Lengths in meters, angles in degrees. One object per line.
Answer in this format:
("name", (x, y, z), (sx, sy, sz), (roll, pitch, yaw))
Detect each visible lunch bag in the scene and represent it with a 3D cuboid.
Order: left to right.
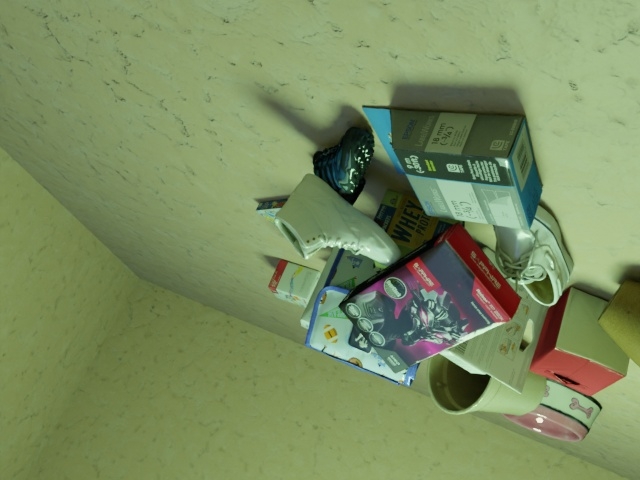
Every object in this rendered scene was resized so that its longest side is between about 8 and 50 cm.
("lunch bag", (0.170, 0.180, 1.730), (0.327, 0.386, 0.239), (19, 160, 18))

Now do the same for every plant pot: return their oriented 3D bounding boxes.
("plant pot", (0.591, 0.459, 2.113), (0.305, 0.334, 0.334), (21, 164, -25))
("plant pot", (0.768, 0.201, 1.367), (0.254, 0.237, 0.237), (34, 165, 22))

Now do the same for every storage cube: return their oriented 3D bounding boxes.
("storage cube", (0.681, 0.262, 1.603), (0.183, 0.215, 0.193), (22, 154, 9))

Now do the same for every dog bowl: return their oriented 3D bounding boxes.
("dog bowl", (0.902, 0.678, 2.483), (0.407, 0.150, 0.408), (22, 160, 9))

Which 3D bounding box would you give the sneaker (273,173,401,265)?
("sneaker", (0.031, 0.000, 1.406), (0.292, 0.169, 0.108), (38, 158, 1))

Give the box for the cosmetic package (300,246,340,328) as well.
("cosmetic package", (0.162, 0.211, 1.968), (0.377, 0.284, 0.097), (22, 159, 6))

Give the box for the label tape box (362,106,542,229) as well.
("label tape box", (0.248, -0.144, 1.225), (0.333, 0.106, 0.241), (11, 156, 34))

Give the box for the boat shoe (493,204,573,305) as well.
("boat shoe", (0.460, 0.047, 1.382), (0.135, 0.157, 0.367), (7, 154, 40))

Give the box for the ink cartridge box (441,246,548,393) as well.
("ink cartridge box", (0.453, 0.208, 1.592), (0.261, 0.296, 0.066), (33, 160, -21))

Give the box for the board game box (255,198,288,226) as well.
("board game box", (-0.094, -0.075, 1.909), (0.136, 0.035, 0.201), (37, 157, -31))

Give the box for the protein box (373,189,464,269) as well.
("protein box", (0.245, 0.000, 1.547), (0.201, 0.136, 0.200), (18, 159, 19))

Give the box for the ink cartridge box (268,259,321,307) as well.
("ink cartridge box", (-0.088, 0.175, 2.406), (0.176, 0.127, 0.128), (15, 158, 23))

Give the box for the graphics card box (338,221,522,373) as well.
("graphics card box", (0.243, 0.145, 1.436), (0.233, 0.094, 0.371), (50, 131, -5))

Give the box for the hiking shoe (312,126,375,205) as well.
("hiking shoe", (0.037, -0.168, 1.406), (0.132, 0.113, 0.304), (28, 158, 7))
